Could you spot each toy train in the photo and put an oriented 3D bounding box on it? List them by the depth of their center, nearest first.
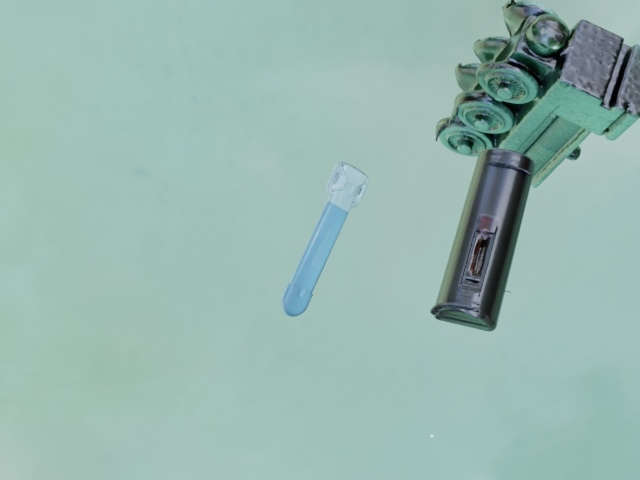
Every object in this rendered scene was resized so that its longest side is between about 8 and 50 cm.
[{"bbox_3d":[0.145,-0.092,0.902,0.111,0.170,0.071,26,67,-3],"label":"toy train"}]

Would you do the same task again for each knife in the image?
[{"bbox_3d":[0.000,0.000,0.784,0.027,0.010,0.096,28,84,-35],"label":"knife"}]

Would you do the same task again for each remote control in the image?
[{"bbox_3d":[0.078,-0.003,0.628,0.034,0.016,0.091,12,67,14],"label":"remote control"}]
